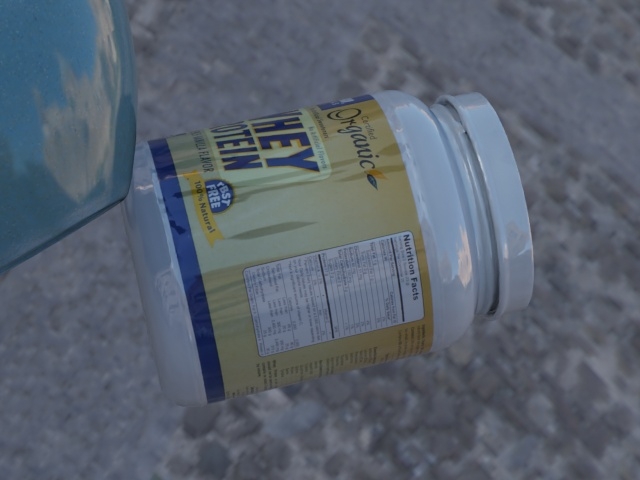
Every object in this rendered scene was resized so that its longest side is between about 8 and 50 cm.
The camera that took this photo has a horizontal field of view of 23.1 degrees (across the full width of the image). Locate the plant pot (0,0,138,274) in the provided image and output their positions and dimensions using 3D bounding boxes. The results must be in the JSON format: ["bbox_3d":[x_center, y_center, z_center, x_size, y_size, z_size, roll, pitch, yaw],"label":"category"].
[{"bbox_3d":[-0.235,-0.078,1.036,0.290,0.290,0.195,-35,95,-51],"label":"plant pot"}]

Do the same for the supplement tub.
[{"bbox_3d":[0.000,0.000,1.319,0.316,0.228,0.228,-13,55,-7],"label":"supplement tub"}]
